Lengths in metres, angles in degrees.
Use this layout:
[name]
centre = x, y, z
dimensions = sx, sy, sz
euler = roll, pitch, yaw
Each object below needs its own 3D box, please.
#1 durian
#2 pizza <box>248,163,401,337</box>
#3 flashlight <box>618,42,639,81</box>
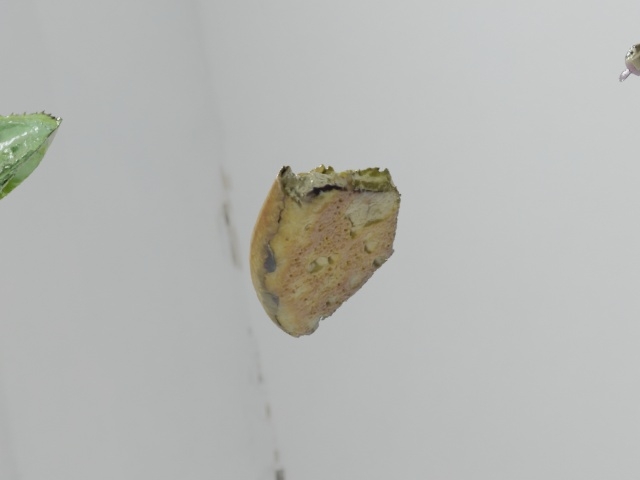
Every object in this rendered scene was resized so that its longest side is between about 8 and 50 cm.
[durian]
centre = -0.363, -0.068, 1.583
dimensions = 0.215, 0.100, 0.086
euler = -39, -72, -8
[pizza]
centre = 0.000, 0.000, 0.948
dimensions = 0.099, 0.036, 0.160
euler = -26, -31, -18
[flashlight]
centre = 0.337, -0.187, 1.504
dimensions = 0.031, 0.110, 0.052
euler = 41, -110, -18
